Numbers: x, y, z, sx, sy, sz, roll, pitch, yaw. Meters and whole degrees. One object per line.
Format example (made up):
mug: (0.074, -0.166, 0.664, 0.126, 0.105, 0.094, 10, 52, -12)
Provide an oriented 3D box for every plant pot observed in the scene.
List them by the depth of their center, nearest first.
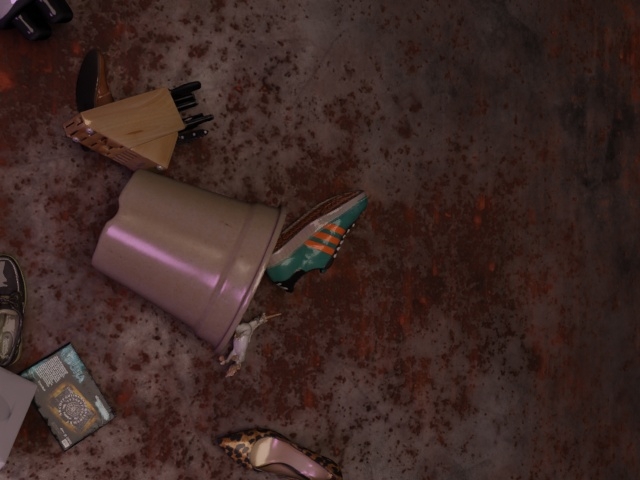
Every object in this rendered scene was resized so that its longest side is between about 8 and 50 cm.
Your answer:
plant pot: (-0.275, 0.014, 1.564, 0.305, 0.334, 0.334, 26, 79, -9)

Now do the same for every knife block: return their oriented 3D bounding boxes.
knife block: (-0.358, -0.268, 1.596, 0.275, 0.088, 0.242, 28, 62, -35)

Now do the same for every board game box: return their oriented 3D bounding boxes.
board game box: (-0.518, 0.319, 1.585, 0.126, 0.026, 0.186, -32, 101, -21)

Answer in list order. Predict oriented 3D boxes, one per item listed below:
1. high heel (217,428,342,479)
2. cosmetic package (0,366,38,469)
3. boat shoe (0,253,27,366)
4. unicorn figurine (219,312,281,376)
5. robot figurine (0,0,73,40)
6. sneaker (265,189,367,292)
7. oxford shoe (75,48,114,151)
high heel: (-0.083, 0.475, 1.680, 0.261, 0.186, 0.093, 20, 81, -22)
cosmetic package: (-0.670, 0.319, 1.397, 0.224, 0.224, 0.138, 35, 109, -19)
boat shoe: (-0.617, 0.138, 1.521, 0.080, 0.073, 0.223, 0, 89, -23)
unicorn figurine: (-0.171, 0.217, 1.713, 0.060, 0.111, 0.162, 32, 100, 20)
robot figurine: (-0.605, -0.522, 1.495, 0.209, 0.173, 0.278, -45, 105, -29)
sneaker: (0.000, 0.000, 1.781, 0.302, 0.108, 0.121, -36, 111, -18)
oxford shoe: (-0.459, -0.289, 1.613, 0.076, 0.076, 0.212, -2, 93, -48)
